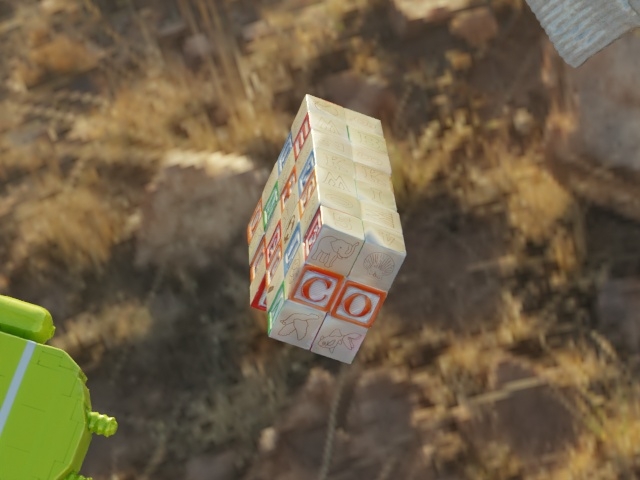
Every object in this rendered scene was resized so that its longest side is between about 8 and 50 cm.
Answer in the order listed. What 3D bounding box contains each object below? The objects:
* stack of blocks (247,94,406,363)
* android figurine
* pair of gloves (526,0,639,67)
[{"bbox_3d":[0.000,0.000,1.895,0.087,0.171,0.297,19,25,-13],"label":"stack of blocks"},{"bbox_3d":[-0.332,0.168,1.828,0.272,0.056,0.248,15,72,7],"label":"android figurine"},{"bbox_3d":[0.177,-0.243,1.258,0.204,0.240,0.042,-22,9,47],"label":"pair of gloves"}]
